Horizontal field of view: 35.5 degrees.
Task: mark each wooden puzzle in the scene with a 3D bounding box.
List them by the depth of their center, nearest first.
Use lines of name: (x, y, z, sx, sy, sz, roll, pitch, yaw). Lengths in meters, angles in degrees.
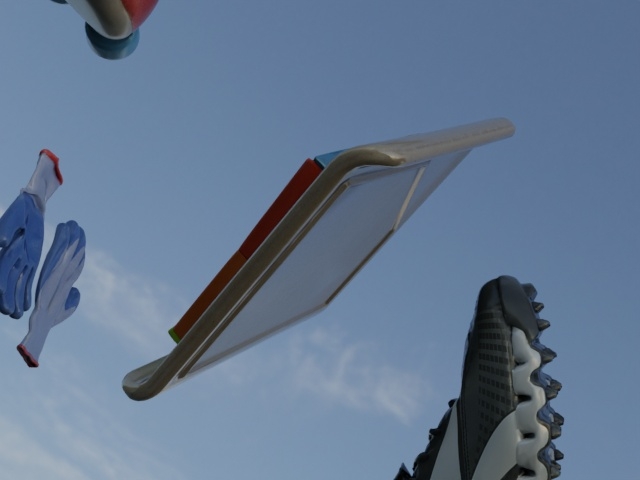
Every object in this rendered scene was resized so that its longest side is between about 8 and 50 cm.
wooden puzzle: (0.000, 0.000, 0.645, 0.238, 0.221, 0.044, -44, -102, 28)

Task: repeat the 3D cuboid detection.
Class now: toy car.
toy car: (-0.242, -0.395, 1.290, 0.210, 0.238, 0.219, 48, -17, 9)

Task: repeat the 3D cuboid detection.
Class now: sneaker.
sneaker: (0.066, 0.133, 0.498, 0.106, 0.234, 0.078, 1, -5, 14)

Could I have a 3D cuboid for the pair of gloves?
pair of gloves: (-0.256, 0.023, 0.928, 0.023, 0.159, 0.198, 7, -34, 7)
